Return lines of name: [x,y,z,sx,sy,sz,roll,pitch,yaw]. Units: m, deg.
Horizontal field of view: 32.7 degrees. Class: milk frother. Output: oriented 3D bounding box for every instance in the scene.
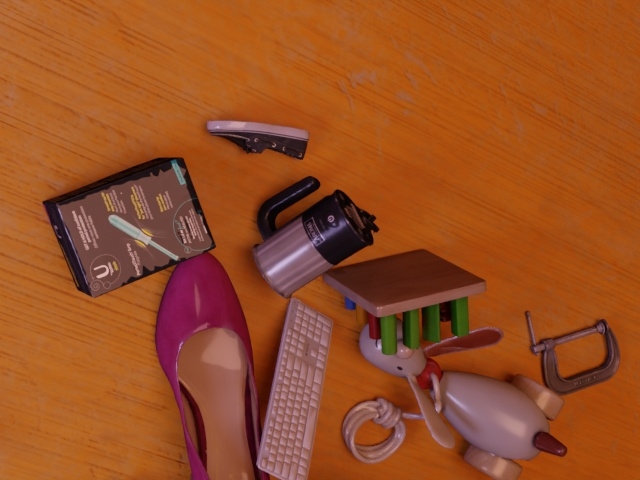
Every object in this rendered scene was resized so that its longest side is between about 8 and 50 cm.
milk frother: [0.000,0.000,1.424,0.135,0.129,0.143,-33,142,16]

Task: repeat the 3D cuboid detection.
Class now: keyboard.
keyboard: [-0.029,0.189,1.387,0.072,0.014,0.256,28,48,-20]

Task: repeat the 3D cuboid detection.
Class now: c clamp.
c clamp: [0.385,0.162,1.641,0.160,0.022,0.137,-8,96,-23]

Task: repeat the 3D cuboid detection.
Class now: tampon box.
tampon box: [-0.230,-0.019,1.309,0.161,0.101,0.120,-23,102,-21]

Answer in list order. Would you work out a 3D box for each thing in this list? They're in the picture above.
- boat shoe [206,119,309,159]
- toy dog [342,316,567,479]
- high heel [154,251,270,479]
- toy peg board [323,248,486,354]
boat shoe: [-0.079,-0.130,1.401,0.142,0.049,0.040,5,92,-27]
toy dog: [0.211,0.225,1.490,0.333,0.161,0.220,13,88,-24]
high heel: [-0.111,0.202,1.332,0.127,0.181,0.377,-11,98,-23]
toy peg board: [0.109,0.083,1.443,0.161,0.160,0.079,-11,109,-23]
